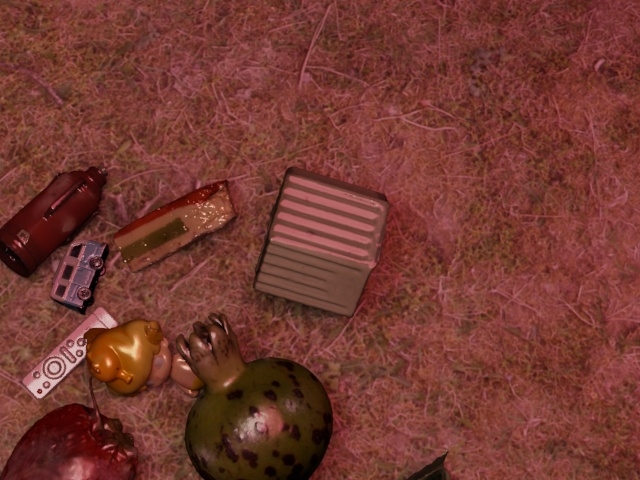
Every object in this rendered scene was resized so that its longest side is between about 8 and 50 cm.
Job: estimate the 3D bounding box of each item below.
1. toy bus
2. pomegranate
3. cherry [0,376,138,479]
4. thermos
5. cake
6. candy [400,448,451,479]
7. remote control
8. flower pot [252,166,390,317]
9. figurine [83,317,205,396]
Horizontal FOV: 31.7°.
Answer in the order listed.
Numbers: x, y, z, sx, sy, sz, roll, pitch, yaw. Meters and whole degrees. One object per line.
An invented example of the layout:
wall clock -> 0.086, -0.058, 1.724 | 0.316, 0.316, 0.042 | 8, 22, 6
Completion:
toy bus -> -0.412, 0.057, 1.928 | 0.074, 0.060, 0.123 | 18, 73, 0
pomegranate -> -0.102, 0.260, 1.808 | 0.242, 0.242, 0.306 | -7, 103, -12
cherry -> -0.407, 0.368, 1.775 | 0.249, 0.175, 0.192 | -34, 72, -16
thermos -> -0.448, -0.049, 1.924 | 0.099, 0.124, 0.232 | 42, 64, 1
cake -> -0.242, -0.030, 1.953 | 0.220, 0.117, 0.086 | -25, 85, -17
candy -> 0.220, 0.551, 1.799 | 0.263, 0.172, 0.398 | -33, 56, -19
remote control -> -0.422, 0.190, 1.905 | 0.050, 0.027, 0.184 | 45, 76, 2
flower pot -> 0.000, 0.000, 1.937 | 0.189, 0.239, 0.209 | 15, 42, -3
figurine -> -0.276, 0.199, 1.882 | 0.246, 0.156, 0.131 | 17, 27, -21
